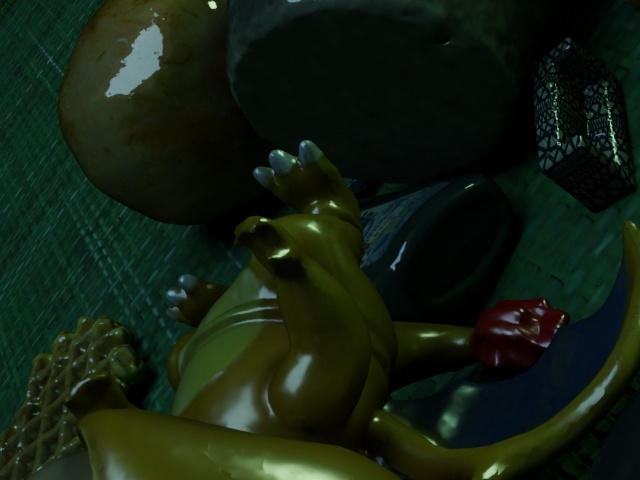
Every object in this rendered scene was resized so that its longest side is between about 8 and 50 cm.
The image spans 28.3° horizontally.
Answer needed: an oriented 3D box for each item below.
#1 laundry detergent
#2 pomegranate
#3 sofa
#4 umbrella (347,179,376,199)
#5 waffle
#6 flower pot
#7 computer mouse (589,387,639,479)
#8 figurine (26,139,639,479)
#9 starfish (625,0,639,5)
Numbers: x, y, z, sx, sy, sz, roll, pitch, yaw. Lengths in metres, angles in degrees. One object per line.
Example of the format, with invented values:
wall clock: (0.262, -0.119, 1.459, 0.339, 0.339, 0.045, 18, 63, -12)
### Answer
laundry detergent: (0.046, 0.006, 0.986, 0.144, 0.078, 0.222, -47, 20, -21)
pomegranate: (-0.122, -0.145, 1.255, 0.270, 0.229, 0.252, -1, 59, 51)
sofa: (0.182, -0.082, 0.885, 0.039, 0.060, 0.118, -38, 31, 35)
umbrella: (-0.003, -0.001, 1.108, 0.044, 0.044, 0.269, 36, 92, 32)
waffle: (-0.269, 0.194, 1.288, 0.253, 0.056, 0.249, -57, 27, -4)
flower pot: (0.057, -0.237, 1.015, 0.294, 0.294, 0.330, -24, 42, 45)
computer mouse: (0.184, 0.157, 0.517, 0.183, 0.116, 0.323, -7, 53, 36)
figurine: (-0.004, 0.137, 0.714, 0.401, 0.268, 0.387, -31, 33, 30)
starfish: (0.275, -0.221, 0.917, 0.130, 0.041, 0.133, -49, 28, 8)
